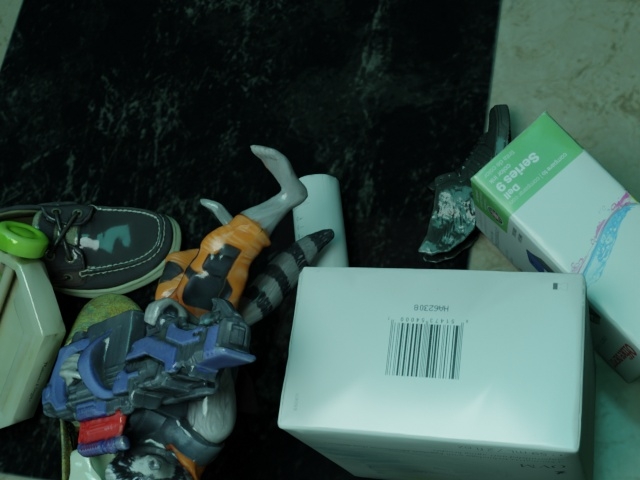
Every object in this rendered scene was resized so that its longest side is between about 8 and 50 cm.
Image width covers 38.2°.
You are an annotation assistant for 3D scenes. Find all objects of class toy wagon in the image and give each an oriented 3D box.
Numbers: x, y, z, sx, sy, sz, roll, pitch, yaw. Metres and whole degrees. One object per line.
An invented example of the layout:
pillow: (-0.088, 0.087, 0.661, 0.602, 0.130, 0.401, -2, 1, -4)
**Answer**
toy wagon: (-0.439, 0.064, 1.021, 0.344, 0.068, 0.267, 28, 103, 19)

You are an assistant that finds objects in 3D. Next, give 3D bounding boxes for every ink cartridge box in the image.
ink cartridge box: (0.235, 0.012, 0.805, 0.093, 0.154, 0.212, -43, 73, -1)

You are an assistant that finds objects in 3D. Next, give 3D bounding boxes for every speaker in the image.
speaker: (0.000, 0.000, 0.968, 0.055, 0.055, 0.136, -13, 64, 13)

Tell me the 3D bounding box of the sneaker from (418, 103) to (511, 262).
sneaker: (0.149, -0.061, 0.945, 0.089, 0.051, 0.170, 0, 71, 14)

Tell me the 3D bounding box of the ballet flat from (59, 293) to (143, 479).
ballet flat: (-0.215, 0.197, 0.923, 0.123, 0.123, 0.349, -17, 63, 11)

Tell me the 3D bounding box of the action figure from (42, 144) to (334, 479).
action figure: (-0.089, 0.089, 0.797, 0.341, 0.178, 0.330, -12, 52, 55)

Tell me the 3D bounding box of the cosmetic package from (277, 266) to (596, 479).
cosmetic package: (0.112, 0.126, 0.778, 0.224, 0.225, 0.138, 1, 68, 19)

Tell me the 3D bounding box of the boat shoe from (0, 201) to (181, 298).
boat shoe: (-0.299, 0.005, 1.046, 0.285, 0.092, 0.103, -2, 69, 19)
